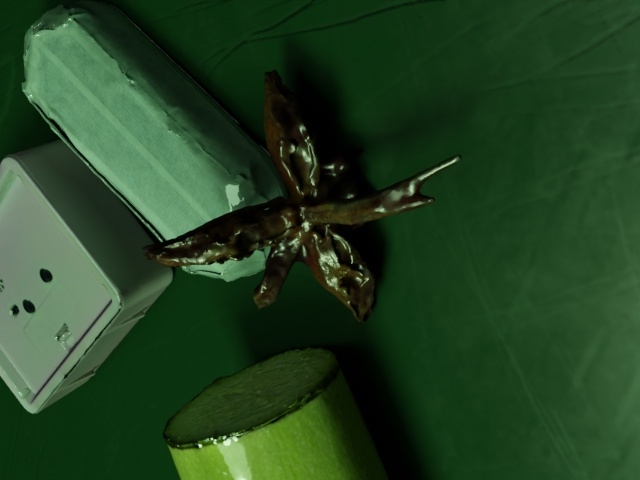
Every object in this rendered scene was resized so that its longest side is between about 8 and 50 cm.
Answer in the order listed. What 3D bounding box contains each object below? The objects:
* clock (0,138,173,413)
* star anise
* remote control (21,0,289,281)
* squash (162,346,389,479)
[{"bbox_3d":[-0.217,0.032,0.887,0.150,0.063,0.197,51,133,8],"label":"clock"},{"bbox_3d":[0.001,-0.010,0.656,0.140,0.158,0.144,-63,21,4],"label":"star anise"},{"bbox_3d":[-0.119,-0.071,0.771,0.247,0.052,0.104,43,126,17],"label":"remote control"},{"bbox_3d":[-0.003,0.210,0.757,0.133,0.132,0.247,-13,103,42],"label":"squash"}]
